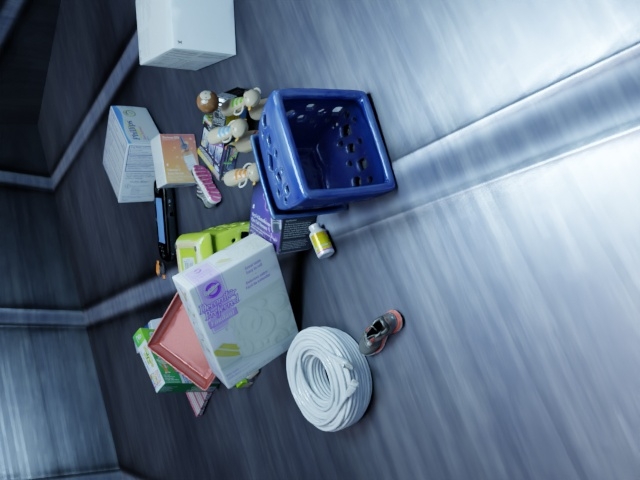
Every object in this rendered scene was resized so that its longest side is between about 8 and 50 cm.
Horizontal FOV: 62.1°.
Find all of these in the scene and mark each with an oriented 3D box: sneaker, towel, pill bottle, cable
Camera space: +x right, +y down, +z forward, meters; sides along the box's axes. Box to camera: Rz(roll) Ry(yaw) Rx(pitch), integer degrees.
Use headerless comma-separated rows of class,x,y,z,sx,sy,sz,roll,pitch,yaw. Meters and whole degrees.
sneaker,0.115,0.206,1.178,0.061,0.065,0.158,58,137,28
towel,-0.465,0.564,2.033,0.144,0.029,0.197,53,132,32
sneaker,-0.389,-0.174,1.762,0.075,0.063,0.170,-49,63,38
pill bottle,0.000,0.000,1.306,0.043,0.043,0.083,-43,64,47
cable,0.015,0.336,1.315,0.257,0.089,0.257,42,129,41

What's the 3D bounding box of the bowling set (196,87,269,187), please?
bowling set,-0.193,-0.286,1.290,0.154,0.200,0.286,-6,61,40

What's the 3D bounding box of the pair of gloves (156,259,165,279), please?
pair of gloves,-0.670,0.122,2.225,0.083,0.010,0.074,11,105,50

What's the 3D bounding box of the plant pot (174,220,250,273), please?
plant pot,-0.295,0.066,1.569,0.228,0.207,0.227,-1,96,53

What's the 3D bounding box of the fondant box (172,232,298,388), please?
fondant box,-0.203,0.181,1.361,0.096,0.238,0.330,27,139,48

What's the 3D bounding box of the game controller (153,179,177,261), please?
game controller,-0.608,-0.079,2.063,0.166,0.067,0.319,7,101,52

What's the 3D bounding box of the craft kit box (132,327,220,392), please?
craft kit box,-0.507,0.424,1.880,0.061,0.250,0.246,-52,55,14

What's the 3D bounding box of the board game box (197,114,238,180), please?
board game box,-0.320,-0.291,1.665,0.170,0.048,0.141,50,134,34

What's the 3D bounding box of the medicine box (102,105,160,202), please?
medicine box,-0.749,-0.342,2.119,0.263,0.149,0.289,56,135,34

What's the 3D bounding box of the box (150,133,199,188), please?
box,-0.498,-0.273,1.830,0.091,0.130,0.170,-9,90,53

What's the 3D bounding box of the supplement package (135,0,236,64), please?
supplement package,-0.405,-0.637,1.584,0.263,0.198,0.199,8,102,52

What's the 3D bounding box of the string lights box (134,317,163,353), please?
string lights box,-0.651,0.379,2.147,0.260,0.133,0.076,-36,69,49

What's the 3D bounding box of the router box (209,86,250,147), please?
router box,-0.249,-0.344,1.471,0.046,0.179,0.133,15,116,5

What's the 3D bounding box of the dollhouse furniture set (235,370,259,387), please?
dollhouse furniture set,-0.237,0.423,1.711,0.152,0.059,0.076,-45,52,25

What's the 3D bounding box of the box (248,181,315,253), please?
box,-0.094,-0.091,1.359,0.153,0.108,0.207,29,119,47

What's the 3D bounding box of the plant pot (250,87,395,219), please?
plant pot,-0.014,-0.172,1.147,0.212,0.236,0.235,-30,73,57

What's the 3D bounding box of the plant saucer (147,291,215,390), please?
plant saucer,-0.411,0.320,1.765,0.259,0.048,0.258,34,100,9
